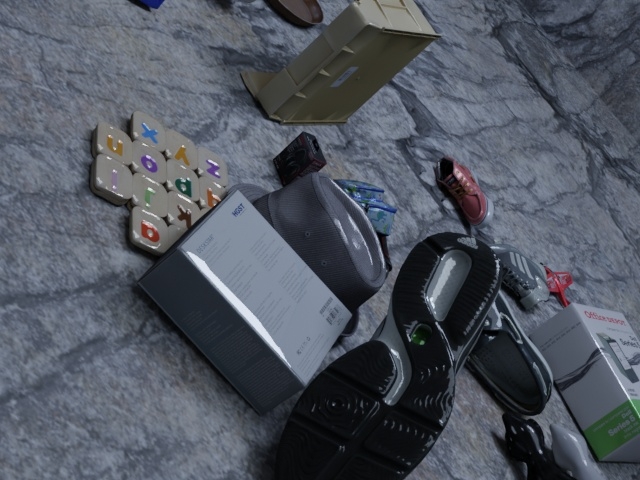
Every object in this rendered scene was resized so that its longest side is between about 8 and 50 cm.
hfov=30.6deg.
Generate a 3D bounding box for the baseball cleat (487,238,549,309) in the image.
[{"bbox_3d":[0.370,0.068,2.210,0.206,0.072,0.109,17,47,-39],"label":"baseball cleat"}]

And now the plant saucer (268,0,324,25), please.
[{"bbox_3d":[-0.065,-0.490,2.356,0.168,0.029,0.168,36,29,-24],"label":"plant saucer"}]

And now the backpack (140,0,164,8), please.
[{"bbox_3d":[-0.283,-0.457,1.930,0.098,0.101,0.120,33,27,-39],"label":"backpack"}]

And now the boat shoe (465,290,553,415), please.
[{"bbox_3d":[0.273,0.156,1.912,0.302,0.114,0.091,45,22,-3],"label":"boat shoe"}]

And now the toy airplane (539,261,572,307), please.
[{"bbox_3d":[0.488,0.106,2.372,0.151,0.028,0.151,33,32,-24],"label":"toy airplane"}]

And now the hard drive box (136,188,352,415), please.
[{"bbox_3d":[-0.091,0.074,1.492,0.232,0.089,0.181,49,33,-7],"label":"hard drive box"}]

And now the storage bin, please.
[{"bbox_3d":[0.035,-0.326,2.037,0.123,0.262,0.260,58,29,14],"label":"storage bin"}]

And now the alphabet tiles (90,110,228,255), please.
[{"bbox_3d":[-0.194,-0.057,1.620,0.284,0.021,0.278,29,32,-32],"label":"alphabet tiles"}]

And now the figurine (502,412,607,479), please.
[{"bbox_3d":[0.389,0.368,1.839,0.215,0.092,0.209,19,35,-44],"label":"figurine"}]

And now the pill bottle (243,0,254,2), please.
[{"bbox_3d":[-0.213,-0.553,2.074,0.302,0.169,0.169,30,32,-31],"label":"pill bottle"}]

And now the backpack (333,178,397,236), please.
[{"bbox_3d":[0.061,-0.051,1.845,0.114,0.084,0.105,15,4,-14],"label":"backpack"}]

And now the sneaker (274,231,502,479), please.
[{"bbox_3d":[0.098,0.223,1.519,0.169,0.257,0.447,26,58,18],"label":"sneaker"}]

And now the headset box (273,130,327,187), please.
[{"bbox_3d":[-0.030,-0.129,1.878,0.032,0.083,0.062,18,41,-45],"label":"headset box"}]

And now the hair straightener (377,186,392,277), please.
[{"bbox_3d":[0.065,-0.007,1.919,0.089,0.047,0.230,9,45,-13],"label":"hair straightener"}]

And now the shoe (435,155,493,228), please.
[{"bbox_3d":[0.279,-0.096,2.306,0.081,0.063,0.178,29,28,-29],"label":"shoe"}]

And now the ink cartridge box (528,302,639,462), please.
[{"bbox_3d":[0.529,0.259,2.139,0.198,0.115,0.272,13,43,-48],"label":"ink cartridge box"}]

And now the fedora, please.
[{"bbox_3d":[0.000,0.000,1.681,0.244,0.124,0.275,5,53,-62],"label":"fedora"}]
